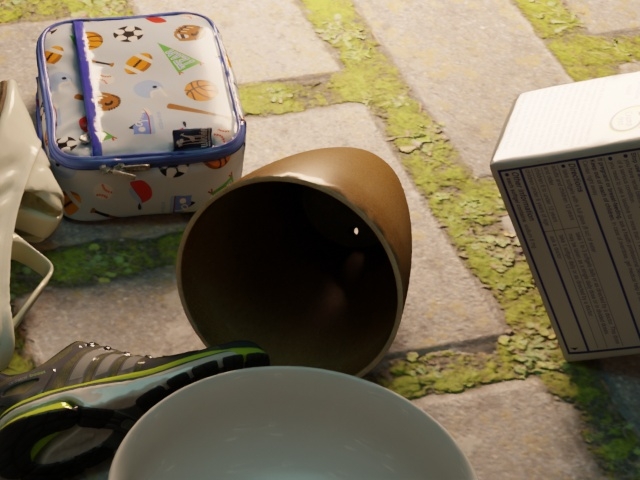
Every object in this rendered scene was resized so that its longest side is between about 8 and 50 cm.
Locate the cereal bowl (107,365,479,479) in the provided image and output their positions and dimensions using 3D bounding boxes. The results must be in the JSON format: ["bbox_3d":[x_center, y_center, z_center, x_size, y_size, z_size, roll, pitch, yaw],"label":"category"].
[{"bbox_3d":[-0.026,0.276,1.766,0.339,0.141,0.339,4,40,-3],"label":"cereal bowl"}]

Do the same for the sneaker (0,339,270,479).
[{"bbox_3d":[-0.192,0.142,1.931,0.300,0.111,0.121,-10,39,-24],"label":"sneaker"}]

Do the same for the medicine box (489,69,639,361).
[{"bbox_3d":[0.359,-0.032,2.027,0.289,0.263,0.149,-9,33,25],"label":"medicine box"}]

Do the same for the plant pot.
[{"bbox_3d":[0.000,0.000,2.063,0.237,0.237,0.254,16,26,10],"label":"plant pot"}]

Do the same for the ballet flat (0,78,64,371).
[{"bbox_3d":[-0.342,-0.008,2.085,0.139,0.139,0.400,8,44,0],"label":"ballet flat"}]

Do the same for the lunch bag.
[{"bbox_3d":[-0.217,-0.145,2.265,0.243,0.115,0.303,-3,40,-10],"label":"lunch bag"}]
